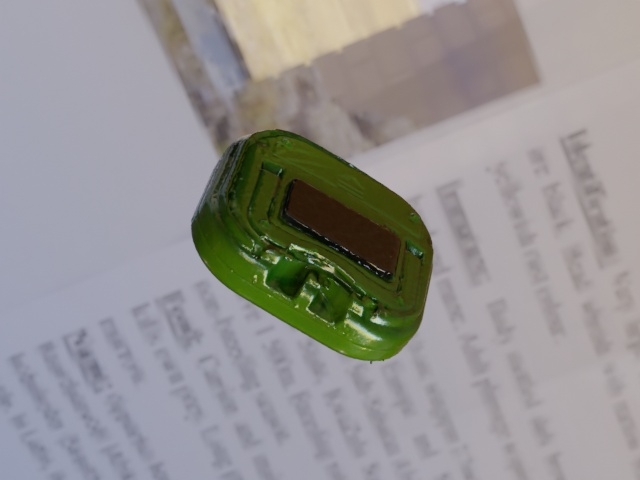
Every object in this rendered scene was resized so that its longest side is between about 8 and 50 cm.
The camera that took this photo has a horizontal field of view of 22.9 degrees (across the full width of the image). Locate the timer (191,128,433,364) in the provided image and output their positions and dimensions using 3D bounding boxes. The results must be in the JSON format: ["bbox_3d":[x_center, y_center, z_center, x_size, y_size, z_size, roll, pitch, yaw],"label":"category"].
[{"bbox_3d":[0.000,0.000,0.884,0.140,0.047,0.128,31,34,-9],"label":"timer"}]
